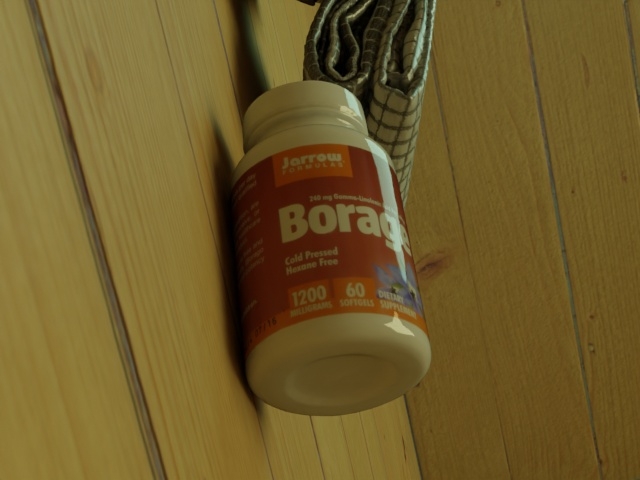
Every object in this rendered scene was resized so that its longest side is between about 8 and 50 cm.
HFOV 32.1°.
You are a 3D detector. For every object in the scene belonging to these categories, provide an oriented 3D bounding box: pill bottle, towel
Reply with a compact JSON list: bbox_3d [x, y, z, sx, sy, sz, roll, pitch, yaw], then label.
[{"bbox_3d":[0.000,0.000,0.762,0.121,0.121,0.216,71,8,-56],"label":"pill bottle"},{"bbox_3d":[0.039,-0.144,1.082,0.235,0.121,0.283,96,4,-45],"label":"towel"}]

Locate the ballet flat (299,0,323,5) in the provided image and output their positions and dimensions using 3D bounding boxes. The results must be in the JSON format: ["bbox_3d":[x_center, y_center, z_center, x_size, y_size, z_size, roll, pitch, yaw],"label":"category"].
[{"bbox_3d":[-0.033,-0.287,1.122,0.316,0.106,0.107,-50,146,-86],"label":"ballet flat"}]
